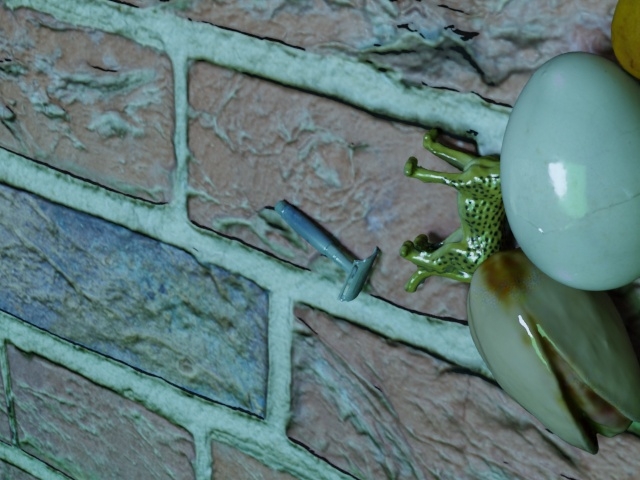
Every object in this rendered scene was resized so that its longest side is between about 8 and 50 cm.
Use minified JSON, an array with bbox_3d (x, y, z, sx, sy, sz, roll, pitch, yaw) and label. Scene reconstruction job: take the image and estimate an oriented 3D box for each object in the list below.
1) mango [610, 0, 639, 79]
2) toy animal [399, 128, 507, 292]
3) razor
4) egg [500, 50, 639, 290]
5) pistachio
[{"bbox_3d":[0.306,-0.179,0.998,0.165,0.089,0.115,-15,94,40],"label":"mango"},{"bbox_3d":[0.148,-0.014,1.236,0.136,0.073,0.181,17,121,23],"label":"toy animal"},{"bbox_3d":[0.000,0.000,1.395,0.135,0.040,0.068,42,133,23],"label":"razor"},{"bbox_3d":[0.228,-0.058,1.083,0.151,0.151,0.209,1,114,40],"label":"egg"},{"bbox_3d":[0.222,0.099,1.187,0.215,0.144,0.144,52,135,-3],"label":"pistachio"}]
